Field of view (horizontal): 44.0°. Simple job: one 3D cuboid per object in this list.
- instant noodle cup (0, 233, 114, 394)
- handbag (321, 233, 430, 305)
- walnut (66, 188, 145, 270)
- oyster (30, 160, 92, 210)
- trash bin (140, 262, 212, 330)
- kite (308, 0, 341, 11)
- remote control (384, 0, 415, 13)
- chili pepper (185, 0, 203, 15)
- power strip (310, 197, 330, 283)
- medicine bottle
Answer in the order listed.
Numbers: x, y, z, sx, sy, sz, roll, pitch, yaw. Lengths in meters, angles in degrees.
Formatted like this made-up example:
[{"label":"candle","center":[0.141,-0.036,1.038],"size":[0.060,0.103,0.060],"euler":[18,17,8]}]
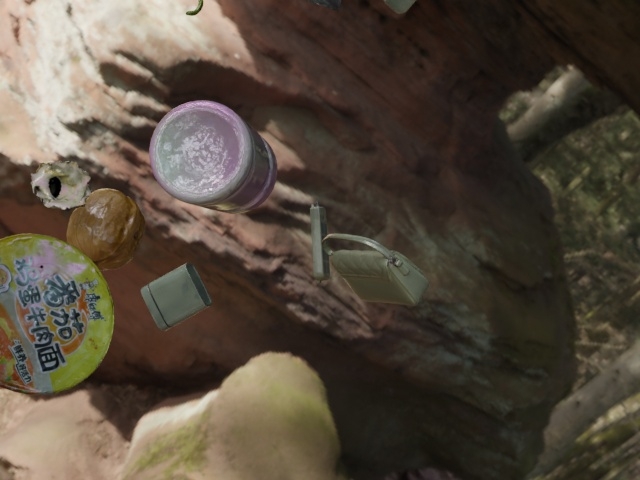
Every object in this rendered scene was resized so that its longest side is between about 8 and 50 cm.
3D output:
[{"label":"instant noodle cup","center":[-0.502,0.135,1.322],"size":[0.264,0.200,0.264],"euler":[12,69,-35]},{"label":"handbag","center":[0.117,0.057,1.853],"size":[0.219,0.079,0.256],"euler":[47,-24,-24]},{"label":"walnut","center":[-0.563,-0.030,2.095],"size":[0.195,0.195,0.221],"euler":[34,56,-17]},{"label":"oyster","center":[-0.633,-0.127,1.947],"size":[0.209,0.133,0.072],"euler":[7,-20,23]},{"label":"trash bin","center":[-0.335,0.130,1.842],"size":[0.116,0.130,0.059],"euler":[62,14,3]},{"label":"kite","center":[0.011,-0.605,1.510],"size":[0.015,0.310,0.169],"euler":[10,-2,44]},{"label":"remote control","center":[0.200,-0.452,1.117],"size":[0.056,0.296,0.140],"euler":[37,47,-9]},{"label":"chili pepper","center":[-0.321,-0.602,2.044],"size":[0.030,0.017,0.083],"euler":[18,55,-2]},{"label":"power strip","center":[0.000,0.000,2.102],"size":[0.080,0.029,0.227],"euler":[10,76,-73]},{"label":"medicine bottle","center":[-0.218,-0.169,1.699],"size":[0.212,0.212,0.325],"euler":[44,4,6]}]
